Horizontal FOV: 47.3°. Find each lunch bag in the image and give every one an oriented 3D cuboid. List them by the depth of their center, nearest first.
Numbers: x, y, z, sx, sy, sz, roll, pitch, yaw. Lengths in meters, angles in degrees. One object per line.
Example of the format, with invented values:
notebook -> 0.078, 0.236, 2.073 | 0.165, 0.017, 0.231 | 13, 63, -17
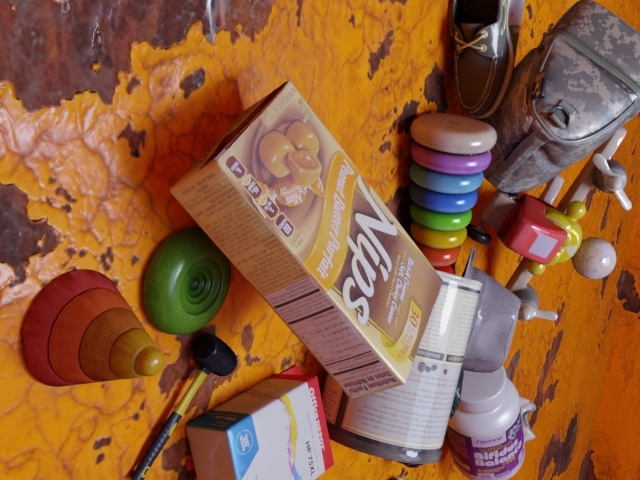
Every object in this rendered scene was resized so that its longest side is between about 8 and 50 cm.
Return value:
lunch bag -> 0.413, -0.227, 1.282 | 0.256, 0.212, 0.305 | -50, 176, -16

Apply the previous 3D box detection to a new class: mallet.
mallet -> -0.163, 0.204, 0.879 | 0.190, 0.039, 0.062 | -62, 148, -10

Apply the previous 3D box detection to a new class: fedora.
fedora -> 0.304, 0.157, 1.389 | 0.276, 0.124, 0.244 | 98, 13, -47

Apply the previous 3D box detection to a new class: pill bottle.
pill bottle -> 0.353, 0.386, 1.592 | 0.169, 0.169, 0.302 | -51, 140, -31

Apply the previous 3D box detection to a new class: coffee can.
coffee can -> 0.119, 0.173, 1.120 | 0.201, 0.201, 0.276 | 15, 89, -57

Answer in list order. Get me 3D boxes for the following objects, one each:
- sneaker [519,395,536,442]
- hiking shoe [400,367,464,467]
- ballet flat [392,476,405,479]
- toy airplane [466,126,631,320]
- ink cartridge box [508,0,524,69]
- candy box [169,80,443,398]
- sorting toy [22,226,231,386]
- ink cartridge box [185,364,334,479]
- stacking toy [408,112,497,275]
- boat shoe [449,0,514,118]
sneaker -> 0.494, 0.511, 1.903 | 0.090, 0.115, 0.232 | 32, 77, -56
hiking shoe -> 0.165, 0.309, 1.349 | 0.113, 0.132, 0.304 | -67, 173, -46
ballet flat -> 0.122, 0.526, 1.415 | 0.173, 0.049, 0.058 | -38, 133, -43
toy airplane -> 0.497, -0.012, 1.545 | 0.384, 0.272, 0.386 | -43, 154, -24
ink cartridge box -> 0.315, -0.412, 1.304 | 0.109, 0.062, 0.210 | -20, 121, -52
candy box -> 0.000, 0.000, 0.823 | 0.316, 0.087, 0.183 | 50, 41, -17
sorting toy -> -0.125, 0.066, 0.791 | 0.365, 0.126, 0.127 | -25, 123, -49
ink cartridge box -> -0.061, 0.266, 0.981 | 0.231, 0.078, 0.134 | -20, 102, -51
stacking toy -> 0.202, -0.039, 1.240 | 0.141, 0.141, 0.331 | -26, 128, -49
boat shoe -> 0.262, -0.358, 1.214 | 0.091, 0.109, 0.305 | -10, 108, -50
